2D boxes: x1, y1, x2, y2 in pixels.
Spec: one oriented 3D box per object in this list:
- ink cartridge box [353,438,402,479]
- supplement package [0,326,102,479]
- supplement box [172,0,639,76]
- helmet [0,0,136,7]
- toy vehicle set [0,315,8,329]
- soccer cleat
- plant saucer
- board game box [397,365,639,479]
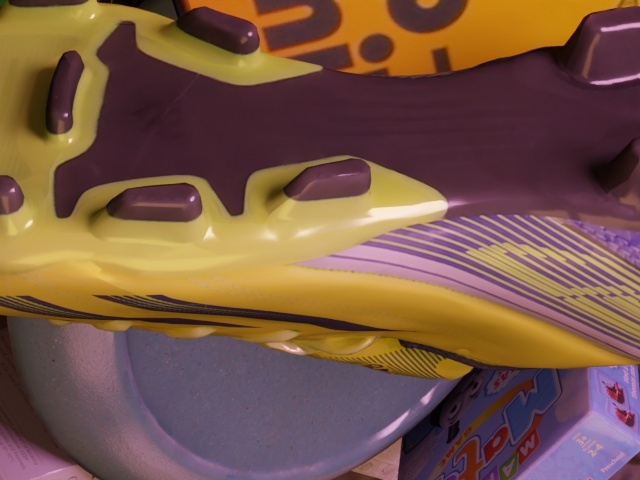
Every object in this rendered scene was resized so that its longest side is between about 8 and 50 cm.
[{"bbox_3d":[0.068,0.123,1.101,0.115,0.029,0.063,18,126,-23],"label":"ink cartridge box"},{"bbox_3d":[-0.112,0.103,0.957,0.179,0.105,0.105,-17,137,-31],"label":"supplement package"},{"bbox_3d":[0.030,-0.194,0.596,0.195,0.356,0.194,-15,131,3],"label":"supplement box"},{"bbox_3d":[-0.152,-0.154,0.728,0.169,0.169,0.161,-15,148,2],"label":"helmet"},{"bbox_3d":[-0.279,0.028,0.946,0.267,0.035,0.166,22,123,-27],"label":"toy vehicle set"},{"bbox_3d":[-0.002,0.001,0.462,0.289,0.093,0.121,0,138,-9],"label":"soccer cleat"},{"bbox_3d":[0.000,0.000,0.873,0.318,0.044,0.317,-20,126,-30],"label":"plant saucer"},{"bbox_3d":[0.102,0.086,0.953,0.039,0.211,0.160,35,118,-14],"label":"board game box"}]
